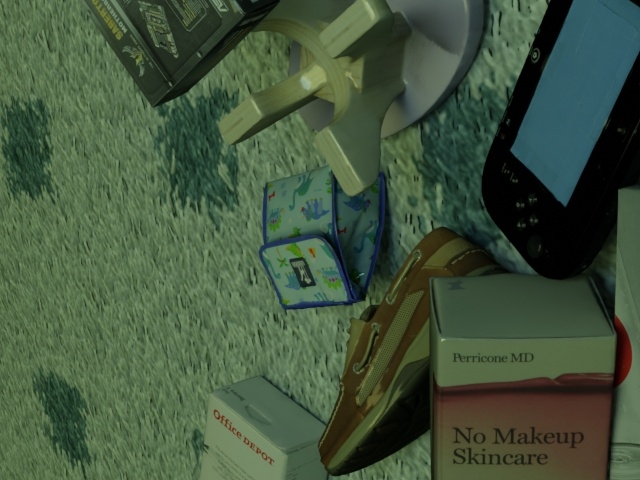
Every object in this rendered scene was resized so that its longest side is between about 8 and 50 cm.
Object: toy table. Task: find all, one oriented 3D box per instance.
[{"bbox_3d":[0.019,-0.176,0.964,0.252,0.161,0.274,52,137,11],"label":"toy table"}]

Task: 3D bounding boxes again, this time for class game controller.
[{"bbox_3d":[0.227,-0.127,0.822,0.166,0.067,0.319,51,134,42],"label":"game controller"}]

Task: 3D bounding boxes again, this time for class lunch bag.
[{"bbox_3d":[0.000,0.000,1.082,0.129,0.096,0.151,-10,77,50],"label":"lunch bag"}]

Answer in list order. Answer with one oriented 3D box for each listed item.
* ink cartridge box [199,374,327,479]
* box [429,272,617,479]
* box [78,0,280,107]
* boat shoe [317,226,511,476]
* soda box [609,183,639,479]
[{"bbox_3d":[-0.077,0.313,1.276,0.160,0.093,0.219,31,122,38],"label":"ink cartridge box"},{"bbox_3d":[0.174,0.159,0.870,0.149,0.127,0.232,-2,112,4],"label":"box"},{"bbox_3d":[-0.165,-0.267,0.916,0.231,0.056,0.183,55,138,-2],"label":"box"},{"bbox_3d":[0.088,0.120,1.035,0.120,0.123,0.324,53,126,31],"label":"boat shoe"},{"bbox_3d":[0.304,0.094,0.796,0.098,0.091,0.286,12,109,46],"label":"soda box"}]
